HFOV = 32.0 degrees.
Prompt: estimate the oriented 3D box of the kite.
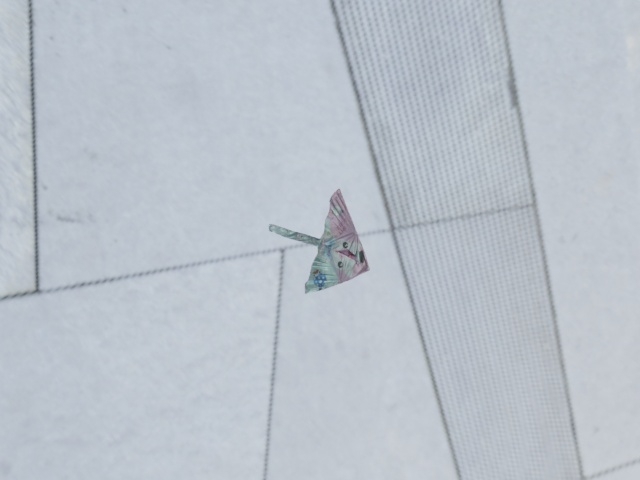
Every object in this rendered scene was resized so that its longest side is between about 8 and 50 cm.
[{"bbox_3d":[0.000,0.000,1.313,0.005,0.152,0.137,-9,122,-55],"label":"kite"}]
